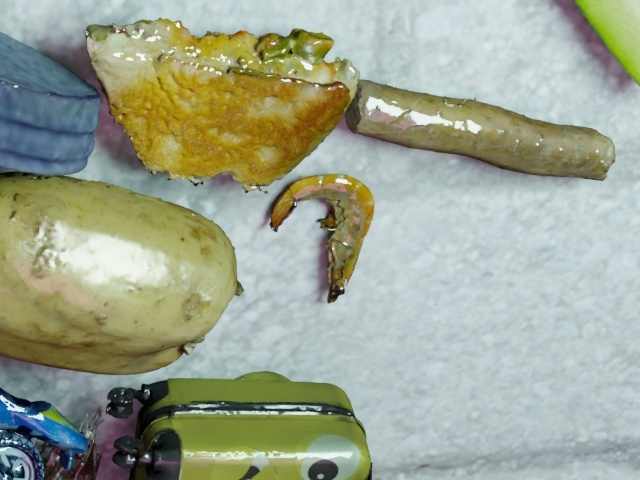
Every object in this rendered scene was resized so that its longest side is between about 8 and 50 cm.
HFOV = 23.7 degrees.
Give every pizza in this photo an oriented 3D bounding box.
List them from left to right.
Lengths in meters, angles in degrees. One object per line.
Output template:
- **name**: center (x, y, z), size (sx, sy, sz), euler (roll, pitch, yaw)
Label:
- **pizza**: center (-0.086, -0.113, 1.182), size (0.226, 0.069, 0.147), euler (5, 136, -20)

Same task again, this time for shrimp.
- **shrimp**: center (-0.230, 0.206, 1.350), size (0.056, 0.065, 0.165), euler (5, 120, -55)
- **shrimp**: center (0.000, 0.000, 1.297), size (0.091, 0.025, 0.127), euler (-3, 118, -12)

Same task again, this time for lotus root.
- **lotus root**: center (-0.198, 0.022, 1.185), size (0.284, 0.146, 0.160), euler (18, 124, -23)

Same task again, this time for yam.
- **yam**: center (0.133, -0.090, 1.261), size (0.241, 0.057, 0.057), euler (11, 118, -18)

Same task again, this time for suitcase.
- **suitcase**: center (-0.077, 0.216, 1.343), size (0.235, 0.143, 0.194), euler (2, 120, -15)

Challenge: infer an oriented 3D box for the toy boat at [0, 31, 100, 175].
- **toy boat**: center (-0.285, -0.120, 1.091), size (0.283, 0.127, 0.078), euler (20, 109, -27)

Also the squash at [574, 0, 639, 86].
- **squash**: center (0.271, -0.260, 1.147), size (0.203, 0.111, 0.289), euler (-20, 127, 38)

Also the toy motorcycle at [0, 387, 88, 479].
- **toy motorcycle**: center (-0.305, 0.124, 1.240), size (0.254, 0.092, 0.135), euler (43, 77, -25)
